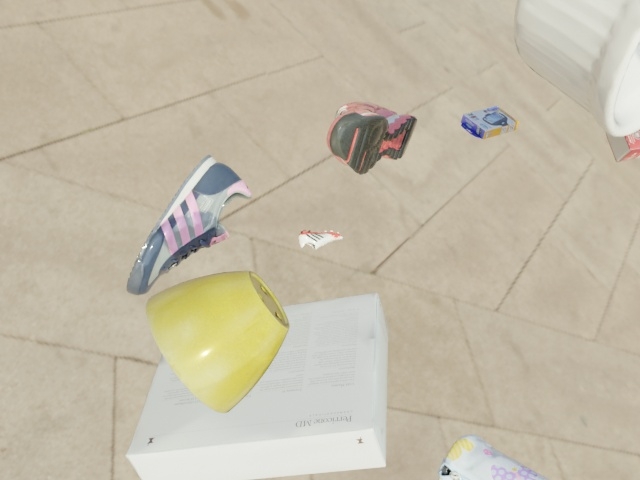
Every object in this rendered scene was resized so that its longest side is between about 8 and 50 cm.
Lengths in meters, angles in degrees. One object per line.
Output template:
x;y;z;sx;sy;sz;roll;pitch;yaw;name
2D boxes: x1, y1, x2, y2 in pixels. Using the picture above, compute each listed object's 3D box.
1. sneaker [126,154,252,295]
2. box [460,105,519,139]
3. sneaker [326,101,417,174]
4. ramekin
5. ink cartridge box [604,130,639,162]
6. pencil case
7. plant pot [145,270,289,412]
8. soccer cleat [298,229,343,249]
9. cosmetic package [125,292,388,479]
-0.258;-0.010;1.463;0.131;0.319;0.112;32;-6;-3;sneaker
0.407;-0.286;1.793;0.136;0.028;0.081;-17;48;-33;box
0.068;-0.208;1.414;0.136;0.115;0.314;27;20;21;sneaker
0.316;-0.252;0.716;0.135;0.277;0.277;41;32;27;ramekin
0.538;-0.192;1.198;0.135;0.056;0.099;-11;73;-7;ink cartridge box
0.312;0.401;1.122;0.273;0.113;0.124;23;-10;38;pencil case
-0.087;0.082;0.710;0.134;0.095;0.134;54;5;-7;plant pot
0.000;0.000;1.348;0.083;0.029;0.035;3;80;-15;soccer cleat
-0.085;0.233;1.171;0.284;0.377;0.097;-80;156;-54;cosmetic package
